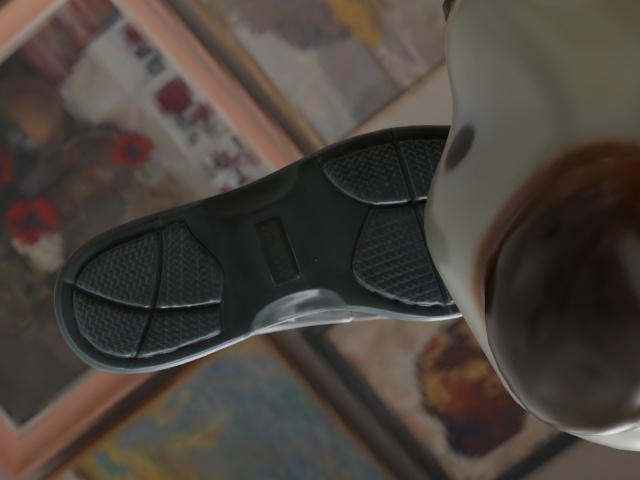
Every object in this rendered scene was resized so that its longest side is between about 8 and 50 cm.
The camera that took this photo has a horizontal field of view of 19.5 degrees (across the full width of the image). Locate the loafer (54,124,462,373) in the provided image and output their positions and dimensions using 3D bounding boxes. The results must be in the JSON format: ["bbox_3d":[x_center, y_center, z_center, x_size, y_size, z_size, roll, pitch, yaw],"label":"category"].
[{"bbox_3d":[0.000,0.000,0.920,0.084,0.267,0.096,-165,63,-82],"label":"loafer"}]

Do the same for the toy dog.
[{"bbox_3d":[0.235,-0.063,0.708,0.284,0.407,0.395,-60,-51,-75],"label":"toy dog"}]
